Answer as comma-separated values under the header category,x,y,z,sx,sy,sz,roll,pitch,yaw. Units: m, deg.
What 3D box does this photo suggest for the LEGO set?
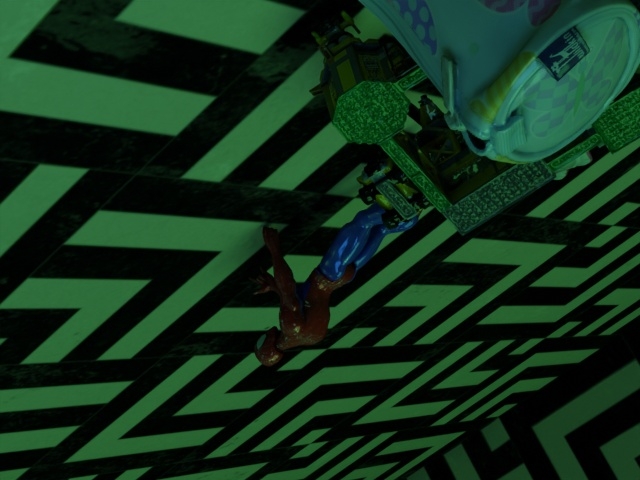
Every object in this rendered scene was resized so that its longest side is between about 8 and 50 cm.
category,x,y,z,sx,sy,sz,roll,pitch,yaw
LEGO set,0.151,-0.174,1.103,0.331,0.192,0.255,-39,127,21

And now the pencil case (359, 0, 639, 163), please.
category,x,y,z,sx,sy,sz,roll,pitch,yaw
pencil case,0.072,-0.168,0.808,0.124,0.273,0.113,-41,151,7

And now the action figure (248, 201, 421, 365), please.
category,x,y,z,sx,sy,sz,roll,pitch,yaw
action figure,0.000,0.000,1.389,0.280,0.139,0.091,-54,152,5

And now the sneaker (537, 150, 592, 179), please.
category,x,y,z,sx,sy,sz,roll,pitch,yaw
sneaker,0.198,-0.094,1.338,0.111,0.103,0.252,-22,168,-3
